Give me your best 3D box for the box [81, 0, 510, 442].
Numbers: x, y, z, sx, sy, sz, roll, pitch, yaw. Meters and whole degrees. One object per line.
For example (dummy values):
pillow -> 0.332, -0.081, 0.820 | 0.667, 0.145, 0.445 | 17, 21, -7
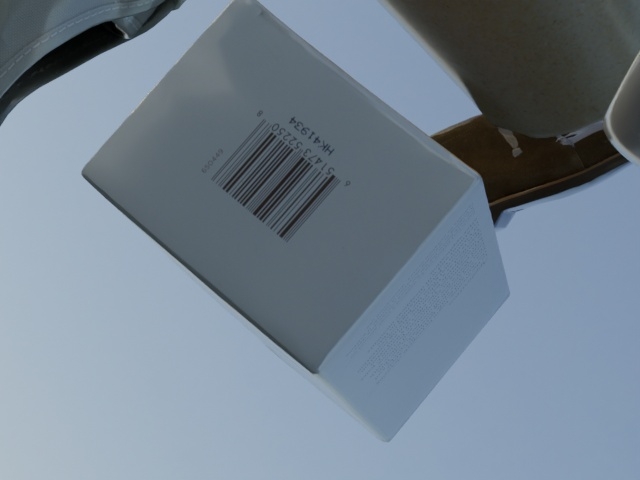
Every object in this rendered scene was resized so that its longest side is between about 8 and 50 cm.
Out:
box -> 0.000, 0.000, 1.195 | 0.215, 0.168, 0.345 | 39, -5, 16

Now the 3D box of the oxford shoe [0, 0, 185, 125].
oxford shoe -> -0.097, -0.201, 0.878 | 0.130, 0.449, 0.169 | 42, -4, -3

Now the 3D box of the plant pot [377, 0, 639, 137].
plant pot -> 0.170, -0.268, 1.415 | 0.334, 0.334, 0.305 | 11, -33, 51

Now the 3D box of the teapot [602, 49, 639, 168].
teapot -> 0.325, -0.125, 1.108 | 0.187, 0.256, 0.252 | 31, -43, 9

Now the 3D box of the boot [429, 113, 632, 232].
boot -> 0.211, -0.089, 1.556 | 0.112, 0.305, 0.115 | 23, 45, -79
